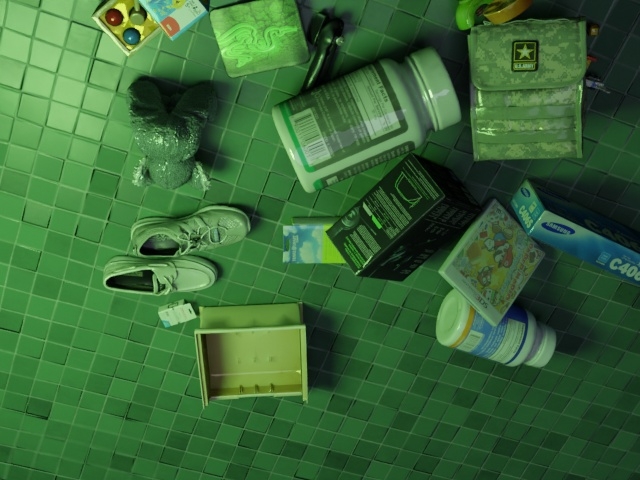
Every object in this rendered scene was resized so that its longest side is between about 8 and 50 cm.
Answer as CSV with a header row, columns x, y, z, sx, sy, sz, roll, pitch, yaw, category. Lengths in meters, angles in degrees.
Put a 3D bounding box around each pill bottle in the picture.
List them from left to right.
x,y,z,sx,sy,sz,roll,pitch,yaw,category
0.097,-0.256,1.865,0.361,0.204,0.204,-22,119,2,pill bottle
0.436,0.223,2.202,0.271,0.152,0.152,18,117,-15,pill bottle

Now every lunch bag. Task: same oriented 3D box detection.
x,y,z,sx,sy,sz,roll,pitch,yaw,category
0.431,-0.321,1.851,0.235,0.169,0.287,0,119,16,lunch bag

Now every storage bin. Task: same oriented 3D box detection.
x,y,z,sx,sy,sz,roll,pitch,yaw,category
-0.167,0.292,2.215,0.262,0.123,0.261,-3,120,-3,storage bin

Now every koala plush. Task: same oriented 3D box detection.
x,y,z,sx,sy,sz,roll,pitch,yaw,category
-0.322,-0.197,1.899,0.196,0.203,0.221,3,131,-6,koala plush

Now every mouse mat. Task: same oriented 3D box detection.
x,y,z,sx,sy,sz,roll,pitch,yaw,category
-0.125,-0.424,1.853,0.189,0.007,0.153,-9,119,14,mouse mat

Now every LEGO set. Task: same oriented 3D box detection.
x,y,z,sx,sy,sz,roll,pitch,yaw,category
0.505,-0.363,1.924,0.244,0.060,0.182,-27,118,15,LEGO set

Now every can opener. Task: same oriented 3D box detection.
x,y,z,sx,sy,sz,roll,pitch,yaw,category
0.004,-0.386,1.885,0.059,0.073,0.186,-15,133,-41,can opener

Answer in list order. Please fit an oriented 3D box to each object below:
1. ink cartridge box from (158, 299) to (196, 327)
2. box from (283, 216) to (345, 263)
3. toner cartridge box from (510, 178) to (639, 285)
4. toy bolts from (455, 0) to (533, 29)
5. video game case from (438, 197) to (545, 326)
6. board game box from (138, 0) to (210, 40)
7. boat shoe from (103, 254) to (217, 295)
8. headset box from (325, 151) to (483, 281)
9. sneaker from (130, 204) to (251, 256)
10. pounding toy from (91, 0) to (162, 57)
x,y,z,sx,sy,sz,roll,pitch,yaw,category
-0.350,0.177,2.189,0.083,0.028,0.048,-17,120,6,ink cartridge box
0.000,0.000,2.105,0.178,0.042,0.109,-1,119,-4,box
0.621,-0.015,2.072,0.347,0.165,0.075,22,115,-17,toner cartridge box
0.348,-0.543,1.742,0.228,0.218,0.158,-38,111,-4,toy bolts
0.407,0.052,2.098,0.206,0.026,0.227,43,73,-21,video game case
-0.326,-0.545,1.617,0.086,0.308,0.302,-34,117,13,board game box
-0.378,0.088,2.102,0.267,0.088,0.096,7,119,-8,boat shoe
0.182,-0.036,1.977,0.283,0.131,0.246,-44,156,19,headset box
-0.297,-0.001,2.040,0.281,0.115,0.105,-10,120,2,sneaker
-0.374,-0.461,1.780,0.141,0.100,0.130,-35,117,16,pounding toy
